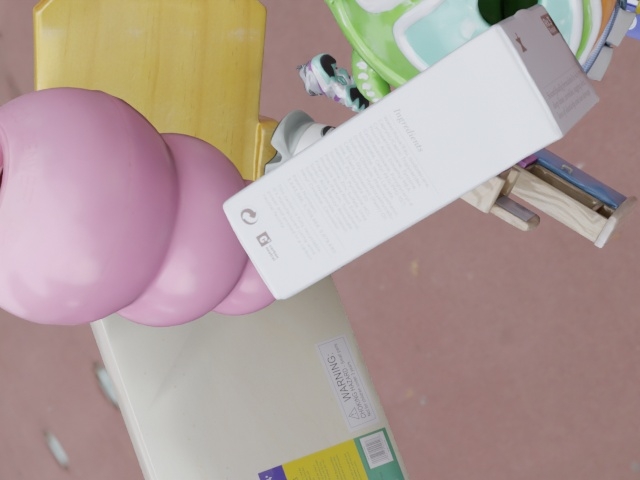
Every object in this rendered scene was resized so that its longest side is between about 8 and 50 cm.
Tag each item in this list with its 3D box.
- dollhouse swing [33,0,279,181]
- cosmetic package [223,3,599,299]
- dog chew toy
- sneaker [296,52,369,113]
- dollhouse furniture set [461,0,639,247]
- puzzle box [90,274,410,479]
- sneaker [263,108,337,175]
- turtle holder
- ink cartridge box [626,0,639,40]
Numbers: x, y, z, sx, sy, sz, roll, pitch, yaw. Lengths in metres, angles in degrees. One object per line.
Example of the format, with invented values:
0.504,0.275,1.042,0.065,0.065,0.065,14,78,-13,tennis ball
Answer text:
-0.254,-0.203,1.727,0.315,0.346,0.305,-151,58,-67,dollhouse swing
0.060,-0.057,0.847,0.231,0.117,0.085,-30,93,29,cosmetic package
-0.157,-0.013,1.147,0.206,0.331,0.207,-20,64,46,dog chew toy
0.011,-0.188,1.569,0.069,0.038,0.098,-12,130,49,sneaker
0.343,-0.170,1.598,0.198,0.286,0.303,32,113,15,dollhouse furniture set
-0.062,0.210,1.373,0.052,0.272,0.409,-41,67,62,puzzle box
0.000,0.000,1.632,0.146,0.122,0.331,24,137,17,sneaker
0.122,-0.267,1.154,0.320,0.243,0.227,37,158,-2,turtle holder
0.506,-0.376,1.833,0.223,0.045,0.224,28,127,37,ink cartridge box
